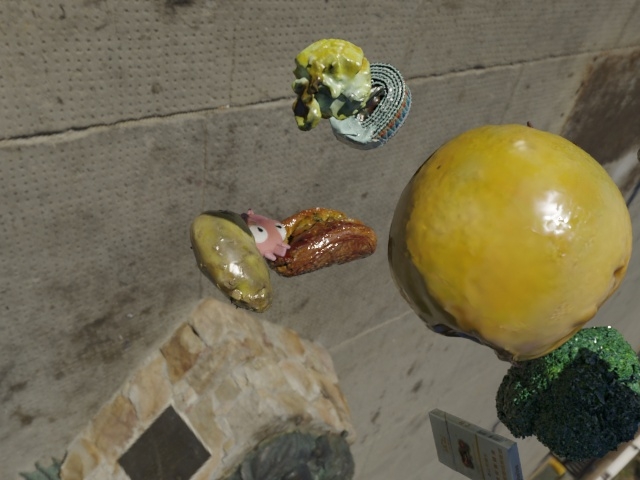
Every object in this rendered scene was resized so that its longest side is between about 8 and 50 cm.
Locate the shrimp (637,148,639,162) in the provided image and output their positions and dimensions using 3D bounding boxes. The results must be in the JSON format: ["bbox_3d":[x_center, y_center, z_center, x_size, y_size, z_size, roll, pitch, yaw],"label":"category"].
[{"bbox_3d":[0.770,-0.176,1.149,0.126,0.223,0.047,28,80,-20],"label":"shrimp"}]

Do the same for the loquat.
[{"bbox_3d":[0.188,-0.003,0.559,0.244,0.244,0.243,-27,141,-24],"label":"loquat"}]

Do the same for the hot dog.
[{"bbox_3d":[0.000,0.000,1.785,0.388,0.267,0.174,-14,112,-32],"label":"hot dog"}]

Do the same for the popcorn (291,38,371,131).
[{"bbox_3d":[0.017,-0.341,1.236,0.212,0.198,0.198,-47,147,-18],"label":"popcorn"}]

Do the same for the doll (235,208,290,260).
[{"bbox_3d":[-0.193,-0.011,1.552,0.262,0.211,0.093,-20,142,-50],"label":"doll"}]

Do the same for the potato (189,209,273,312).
[{"bbox_3d":[-0.213,0.049,1.328,0.141,0.296,0.192,-37,160,9],"label":"potato"}]

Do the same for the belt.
[{"bbox_3d":[0.138,-0.385,1.597,0.257,0.207,0.150,-45,161,10],"label":"belt"}]

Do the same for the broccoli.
[{"bbox_3d":[0.510,0.315,1.118,0.308,0.308,0.275,-40,118,-8],"label":"broccoli"}]

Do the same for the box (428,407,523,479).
[{"bbox_3d":[0.232,0.319,0.828,0.024,0.167,0.089,-17,99,-27],"label":"box"}]
